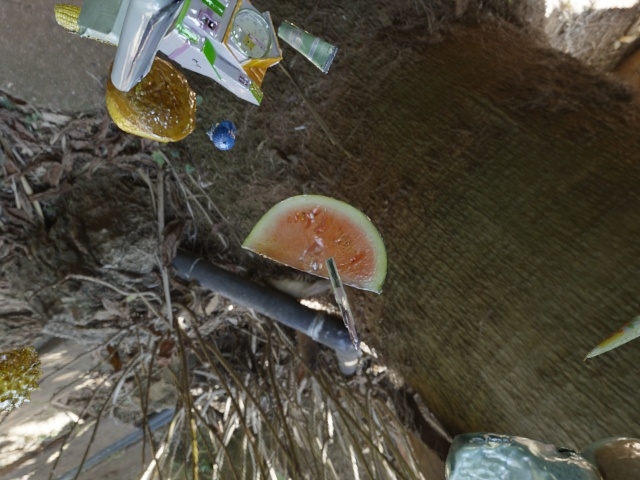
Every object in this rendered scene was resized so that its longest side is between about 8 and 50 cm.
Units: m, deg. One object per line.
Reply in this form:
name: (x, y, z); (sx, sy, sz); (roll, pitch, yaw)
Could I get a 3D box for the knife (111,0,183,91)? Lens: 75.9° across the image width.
knife: (-0.234, -0.267, 0.550); (0.041, 0.265, 0.073); (49, 62, -21)

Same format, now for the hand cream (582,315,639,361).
hand cream: (0.397, 0.132, 0.550); (0.102, 0.022, 0.035); (-39, 153, 15)

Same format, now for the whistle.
whistle: (0.336, 0.326, 0.532); (0.347, 0.189, 0.189); (15, 144, 11)

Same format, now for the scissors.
scissors: (0.039, 0.106, 0.737); (0.022, 0.176, 0.085); (-16, 150, -2)

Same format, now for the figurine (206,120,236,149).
figurine: (-0.332, -0.348, 1.350); (0.087, 0.149, 0.086); (-39, 127, -22)

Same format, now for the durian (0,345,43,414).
durian: (-0.724, 0.307, 0.873); (0.249, 0.138, 0.183); (-9, 180, 27)

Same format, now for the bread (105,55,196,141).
bread: (-0.489, -0.410, 1.197); (0.268, 0.269, 0.145); (8, 168, -43)

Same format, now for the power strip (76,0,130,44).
power strip: (-0.424, -0.543, 0.867); (0.271, 0.117, 0.046); (-67, 161, 3)

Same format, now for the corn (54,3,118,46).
corn: (-0.563, -0.546, 1.050); (0.202, 0.072, 0.072); (9, 133, -22)

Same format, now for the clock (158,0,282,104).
clock: (-0.236, -0.533, 1.089); (0.309, 0.166, 0.236); (27, 74, -40)

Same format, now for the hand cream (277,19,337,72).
hand cream: (-0.052, -0.656, 1.360); (0.055, 0.235, 0.086); (-34, 159, -53)

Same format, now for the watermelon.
watermelon: (0.002, -0.007, 0.884); (0.128, 0.302, 0.160); (130, -22, -87)
